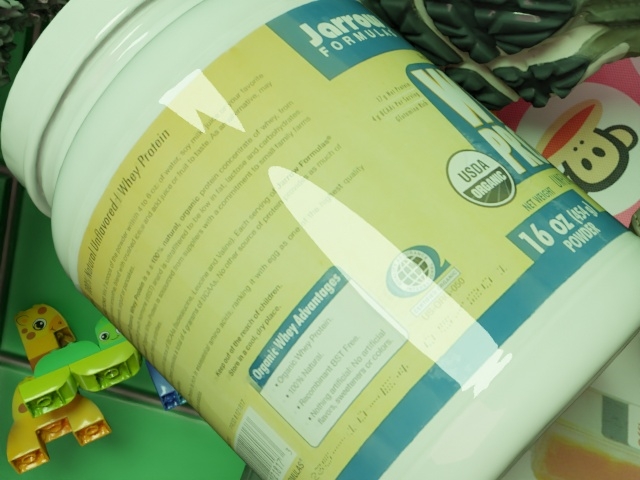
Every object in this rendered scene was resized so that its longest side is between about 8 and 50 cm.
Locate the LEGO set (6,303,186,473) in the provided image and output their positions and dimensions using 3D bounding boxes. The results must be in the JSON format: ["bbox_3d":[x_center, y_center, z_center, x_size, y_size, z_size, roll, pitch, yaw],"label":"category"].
[{"bbox_3d":[-0.136,0.056,0.631,0.227,0.093,0.087,-22,146,-12],"label":"LEGO set"}]

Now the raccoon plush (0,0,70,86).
[{"bbox_3d":[-0.083,-0.188,0.369,0.446,0.299,0.216,-33,122,31],"label":"raccoon plush"}]

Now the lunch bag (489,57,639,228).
[{"bbox_3d":[0.129,-0.134,0.505,0.258,0.120,0.293,40,111,-8],"label":"lunch bag"}]

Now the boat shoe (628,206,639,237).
[{"bbox_3d":[0.256,0.016,0.488,0.116,0.324,0.096,-54,54,39],"label":"boat shoe"}]

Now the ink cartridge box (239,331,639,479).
[{"bbox_3d":[0.141,0.193,0.560,0.385,0.160,0.279,22,139,-1],"label":"ink cartridge box"}]

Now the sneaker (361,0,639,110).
[{"bbox_3d":[0.098,-0.123,0.416,0.283,0.122,0.110,7,156,26],"label":"sneaker"}]

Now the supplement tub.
[{"bbox_3d":[0.000,0.000,0.385,0.200,0.144,0.144,43,112,15],"label":"supplement tub"}]
